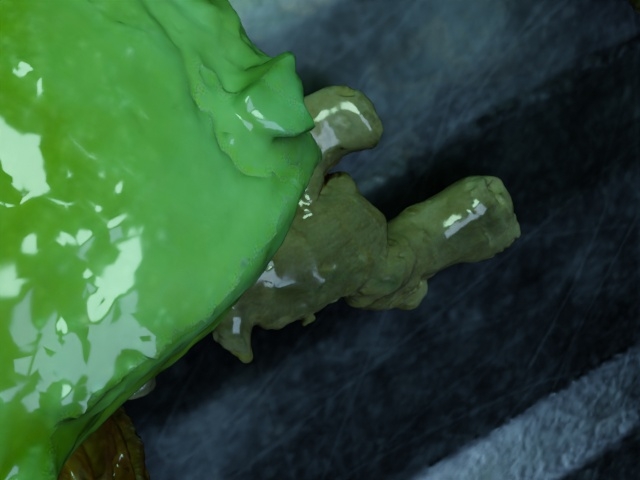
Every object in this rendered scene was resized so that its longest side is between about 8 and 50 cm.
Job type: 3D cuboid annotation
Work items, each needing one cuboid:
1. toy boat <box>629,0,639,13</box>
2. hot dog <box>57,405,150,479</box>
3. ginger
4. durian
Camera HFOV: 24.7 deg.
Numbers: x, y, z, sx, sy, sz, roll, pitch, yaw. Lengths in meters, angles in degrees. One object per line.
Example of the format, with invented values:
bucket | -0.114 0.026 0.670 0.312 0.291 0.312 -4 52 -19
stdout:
toy boat | 0.147 -0.184 0.714 0.310 0.115 0.089 29 95 -39
hot dog | -0.126 0.187 0.642 0.175 0.114 0.259 87 21 -60
ginger | -0.002 -0.014 0.737 0.259 0.065 0.149 -12 117 -27
durian | -0.143 -0.018 0.527 0.256 0.204 0.339 -35 89 -16
